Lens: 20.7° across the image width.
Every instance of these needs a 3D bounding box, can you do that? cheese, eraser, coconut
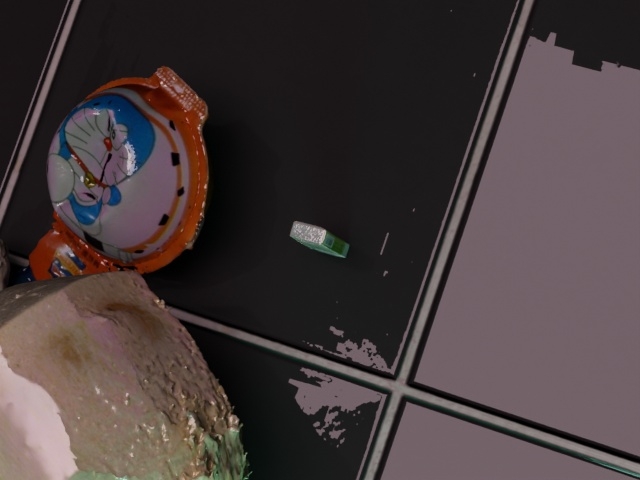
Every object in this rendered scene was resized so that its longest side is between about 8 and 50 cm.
[{"bbox_3d":[-0.221,-0.031,1.831,0.217,0.129,0.329,47,113,26],"label":"cheese"},{"bbox_3d":[0.000,0.000,1.773,0.038,0.083,0.019,14,85,19],"label":"eraser"},{"bbox_3d":[-0.233,0.177,1.705,0.297,0.297,0.309,-38,76,8],"label":"coconut"}]

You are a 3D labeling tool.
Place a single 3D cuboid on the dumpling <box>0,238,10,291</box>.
[{"bbox_3d":[-0.416,0.102,1.871,0.172,0.142,0.247,18,69,51],"label":"dumpling"}]
